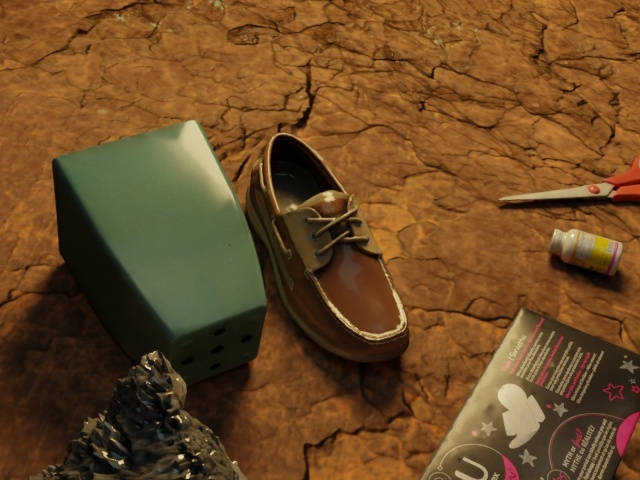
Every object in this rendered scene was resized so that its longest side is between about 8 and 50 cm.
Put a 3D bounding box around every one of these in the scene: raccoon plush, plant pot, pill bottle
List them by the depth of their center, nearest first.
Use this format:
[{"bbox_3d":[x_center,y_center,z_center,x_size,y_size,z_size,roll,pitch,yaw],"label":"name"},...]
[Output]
[{"bbox_3d":[-0.246,0.254,0.669,0.446,0.299,0.216,-14,49,-20],"label":"raccoon plush"},{"bbox_3d":[-0.158,0.025,1.015,0.165,0.165,0.234,-19,57,-25],"label":"plant pot"},{"bbox_3d":[0.323,0.012,1.174,0.083,0.043,0.043,17,45,10],"label":"pill bottle"}]

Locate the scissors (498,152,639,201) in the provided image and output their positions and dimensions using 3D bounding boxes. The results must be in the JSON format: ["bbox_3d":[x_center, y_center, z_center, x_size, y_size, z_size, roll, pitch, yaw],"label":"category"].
[{"bbox_3d":[0.383,-0.062,1.272,0.297,0.021,0.109,-15,51,-24],"label":"scissors"}]

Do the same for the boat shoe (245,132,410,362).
[{"bbox_3d":[0.000,0.000,1.088,0.123,0.116,0.324,-18,50,-24],"label":"boat shoe"}]

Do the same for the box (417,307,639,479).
[{"bbox_3d":[0.185,0.211,0.870,0.142,0.163,0.247,24,46,21],"label":"box"}]
